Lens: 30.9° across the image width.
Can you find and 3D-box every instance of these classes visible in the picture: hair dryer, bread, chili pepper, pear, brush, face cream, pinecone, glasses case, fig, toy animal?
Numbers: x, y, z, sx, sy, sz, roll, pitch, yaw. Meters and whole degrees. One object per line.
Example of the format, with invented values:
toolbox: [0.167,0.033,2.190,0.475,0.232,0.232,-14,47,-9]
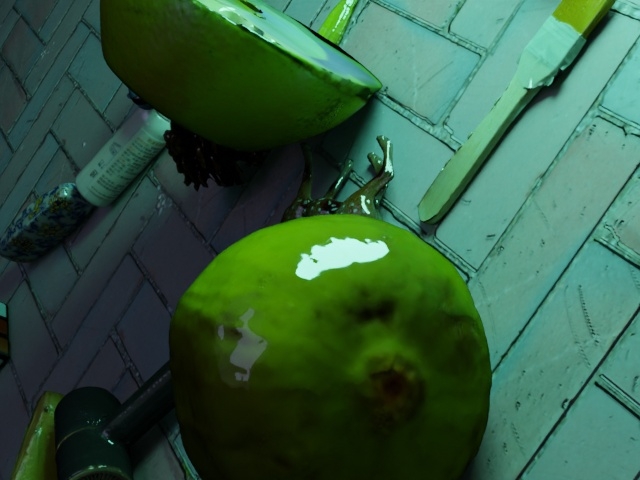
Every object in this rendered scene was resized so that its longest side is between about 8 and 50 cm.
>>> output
hair dryer: [-0.236,0.215,1.619,0.352,0.107,0.189,-42,35,13]
bread: [-0.422,0.354,1.754,0.102,0.094,0.246,-20,49,57]
chili pepper: [0.006,-0.295,1.715,0.208,0.043,0.049,-49,9,8]
pear: [-0.131,-0.236,1.537,0.165,0.398,0.399,-59,32,14]
brush: [0.218,-0.154,1.335,0.336,0.020,0.085,-53,34,14]
face cream: [-0.322,-0.169,2.020,0.269,0.082,0.082,-43,37,24]
pinecone: [-0.149,-0.155,1.720,0.173,0.173,0.174,-33,42,36]
glasses case: [-0.520,-0.031,2.177,0.248,0.087,0.065,-33,55,35]
fig: [-0.005,0.129,1.165,0.343,0.343,0.343,-33,42,36]
toy animal: [-0.015,-0.009,1.481,0.243,0.087,0.260,-10,55,52]

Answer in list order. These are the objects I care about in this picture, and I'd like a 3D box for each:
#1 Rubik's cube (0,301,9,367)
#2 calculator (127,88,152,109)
Rubik's cube: [-0.697,0.192,2.179,0.162,0.163,0.161,-48,35,21]
calculator: [-0.235,-0.342,1.924,0.293,0.051,0.173,-46,32,24]
